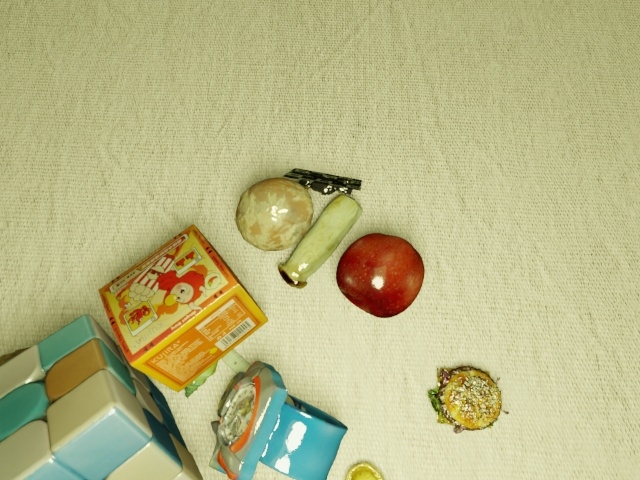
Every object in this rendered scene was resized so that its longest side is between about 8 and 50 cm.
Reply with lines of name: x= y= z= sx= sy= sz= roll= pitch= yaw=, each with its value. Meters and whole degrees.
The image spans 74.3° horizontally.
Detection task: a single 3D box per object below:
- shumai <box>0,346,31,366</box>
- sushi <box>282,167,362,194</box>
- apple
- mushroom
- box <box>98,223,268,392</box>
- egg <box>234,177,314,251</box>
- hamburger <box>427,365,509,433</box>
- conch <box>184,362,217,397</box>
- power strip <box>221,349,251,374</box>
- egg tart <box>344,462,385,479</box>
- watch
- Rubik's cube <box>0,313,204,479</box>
shumai: x=-0.730 y=0.382 z=0.983 sx=0.314 sy=0.262 sz=0.266 roll=14 pitch=73 yaw=3
sushi: x=0.009 y=-0.155 z=1.219 sx=0.215 sy=0.192 sz=0.050 roll=11 pitch=108 yaw=4
apple: x=0.153 y=0.090 z=1.092 sx=0.218 sy=0.218 sz=0.201 roll=27 pitch=74 yaw=9
mushroom: x=0.000 y=0.000 z=1.195 sx=0.100 sy=0.081 sz=0.312 roll=36 pitch=74 yaw=10
box: x=-0.334 y=0.158 z=1.038 sx=0.284 sy=0.213 sz=0.259 roll=-37 pitch=54 yaw=-12
egg: x=-0.122 y=-0.073 z=1.141 sx=0.203 sy=0.245 sz=0.203 roll=19 pitch=61 yaw=-37
hamburger: x=0.367 y=0.395 z=1.057 sx=0.190 sy=0.093 sz=0.163 roll=-7 pitch=73 yaw=0
conch: x=-0.313 y=0.306 z=1.100 sx=0.095 sy=0.079 sz=0.200 roll=5 pitch=60 yaw=6
power strip: x=-0.220 y=0.328 z=1.122 sx=0.090 sy=0.016 sz=0.040 roll=39 pitch=76 yaw=11
egg tart: x=0.108 y=0.591 z=1.022 sx=0.105 sy=0.039 sz=0.105 roll=0 pitch=72 yaw=0
watch: x=-0.102 y=0.437 z=0.992 sx=0.275 sy=0.305 sz=0.241 roll=31 pitch=76 yaw=-22
Rubik's cube: x=-0.493 y=0.425 z=0.837 sx=0.344 sy=0.346 sz=0.347 roll=-36 pitch=38 yaw=-18
